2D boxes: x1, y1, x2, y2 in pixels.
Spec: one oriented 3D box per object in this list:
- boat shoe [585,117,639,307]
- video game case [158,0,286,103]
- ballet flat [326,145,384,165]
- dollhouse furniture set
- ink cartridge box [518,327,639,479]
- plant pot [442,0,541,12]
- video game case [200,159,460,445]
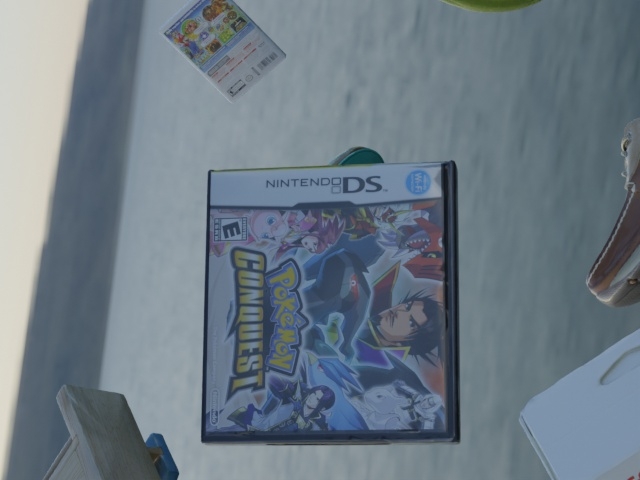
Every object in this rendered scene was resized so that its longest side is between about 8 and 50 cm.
[{"bbox_3d":[0.366,-0.080,1.545,0.324,0.116,0.123,-55,-31,5],"label":"boat shoe"},{"bbox_3d":[-0.112,-0.225,1.735,0.087,0.122,0.011,-39,22,19],"label":"video game case"},{"bbox_3d":[0.000,0.000,1.583,0.079,0.077,0.221,-32,32,59],"label":"ballet flat"},{"bbox_3d":[-0.102,0.193,0.791,0.183,0.129,0.129,-57,41,23],"label":"dollhouse furniture set"},{"bbox_3d":[0.305,0.193,1.146,0.273,0.197,0.114,53,-173,-27],"label":"ink cartridge box"},{"bbox_3d":[0.190,-0.359,1.266,0.254,0.276,0.276,-20,62,63],"label":"plant pot"},{"bbox_3d":[0.010,0.061,1.474,0.035,0.248,0.275,53,-143,-74],"label":"video game case"}]
